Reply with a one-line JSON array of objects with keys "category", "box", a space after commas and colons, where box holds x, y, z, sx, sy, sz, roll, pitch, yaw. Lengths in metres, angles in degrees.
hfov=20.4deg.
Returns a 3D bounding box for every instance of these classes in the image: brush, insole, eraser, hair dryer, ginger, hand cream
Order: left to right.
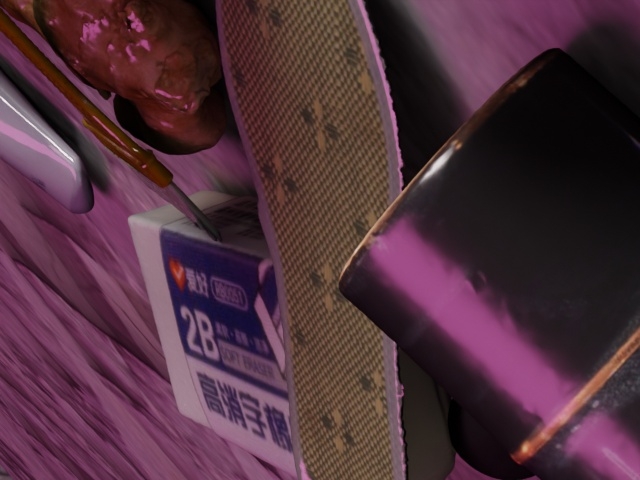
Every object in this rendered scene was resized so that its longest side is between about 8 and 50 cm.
[{"category": "hand cream", "box": [-0.238, -0.110, 1.142, 0.255, 0.048, 0.079, 42, 167, 8]}, {"category": "brush", "box": [-0.122, -0.078, 0.809, 0.218, 0.010, 0.082, 48, 172, -35]}, {"category": "ginger", "box": [-0.112, -0.114, 0.825, 0.214, 0.059, 0.133, 43, 170, 18]}, {"category": "eraser", "box": [-0.020, 0.047, 0.887, 0.210, 0.068, 0.124, 15, 124, 61]}, {"category": "insole", "box": [0.000, 0.000, 0.717, 0.109, 0.007, 0.322, 29, 135, 43]}, {"category": "hair dryer", "box": [0.104, 0.065, 0.676, 0.189, 0.107, 0.352, 43, 170, 7]}]
